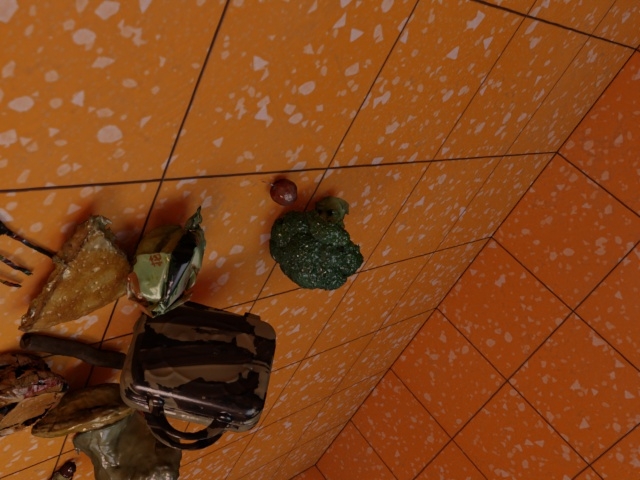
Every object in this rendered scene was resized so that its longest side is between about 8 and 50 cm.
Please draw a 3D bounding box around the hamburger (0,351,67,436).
[{"bbox_3d":[-0.671,0.340,1.346,0.231,0.107,0.231,-35,157,-17],"label":"hamburger"}]

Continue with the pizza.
[{"bbox_3d":[-0.455,0.043,1.231,0.280,0.075,0.287,-22,148,-44],"label":"pizza"}]

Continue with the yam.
[{"bbox_3d":[-0.563,0.259,1.440,0.045,0.045,0.327,-15,158,16],"label":"yam"}]

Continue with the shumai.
[{"bbox_3d":[-0.586,0.644,1.781,0.289,0.292,0.330,26,111,-31],"label":"shumai"}]

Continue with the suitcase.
[{"bbox_3d":[-0.298,0.326,1.486,0.352,0.339,0.194,16,143,-10],"label":"suitcase"}]

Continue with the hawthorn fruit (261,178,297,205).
[{"bbox_3d":[-0.100,-0.126,1.490,0.067,0.066,0.103,-47,128,8],"label":"hawthorn fruit"}]

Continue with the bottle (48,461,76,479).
[{"bbox_3d":[-0.758,0.692,1.821,0.101,0.047,0.063,-47,163,7],"label":"bottle"}]

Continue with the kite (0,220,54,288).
[{"bbox_3d":[-0.578,0.014,1.076,0.152,0.015,0.285,-41,154,-2],"label":"kite"}]

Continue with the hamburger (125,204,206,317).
[{"bbox_3d":[-0.313,0.034,1.315,0.214,0.125,0.235,-78,-177,-74],"label":"hamburger"}]

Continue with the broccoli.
[{"bbox_3d":[0.000,0.000,1.642,0.270,0.270,0.270,85,28,-59],"label":"broccoli"}]

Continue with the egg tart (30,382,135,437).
[{"bbox_3d":[-0.571,0.403,1.519,0.279,0.094,0.279,-12,179,0],"label":"egg tart"}]
